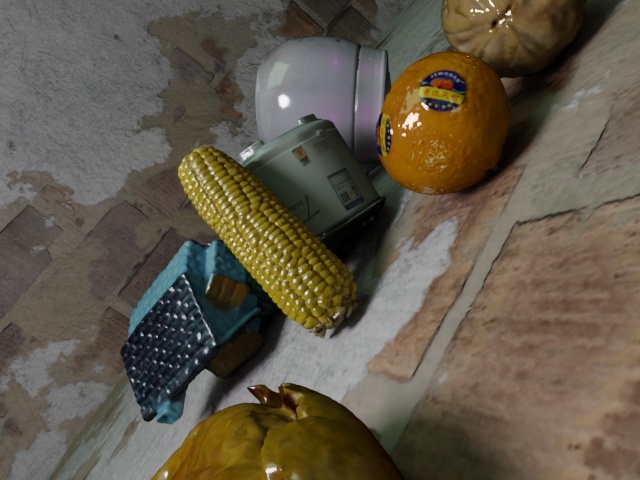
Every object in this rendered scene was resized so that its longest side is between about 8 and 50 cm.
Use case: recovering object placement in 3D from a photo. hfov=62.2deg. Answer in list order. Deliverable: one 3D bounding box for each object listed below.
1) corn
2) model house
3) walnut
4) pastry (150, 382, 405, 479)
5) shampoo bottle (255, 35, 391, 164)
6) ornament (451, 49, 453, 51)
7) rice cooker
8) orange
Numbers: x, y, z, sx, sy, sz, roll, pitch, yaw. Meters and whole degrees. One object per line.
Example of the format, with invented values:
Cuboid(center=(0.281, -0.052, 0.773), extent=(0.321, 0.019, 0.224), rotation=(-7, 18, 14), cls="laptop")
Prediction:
Cuboid(center=(-0.071, -0.006, 0.712), extent=(0.106, 0.305, 0.106), rotation=(-41, -6, -5), cls="corn")
Cuboid(center=(-0.192, 0.172, 0.916), extent=(0.261, 0.226, 0.241), rotation=(-48, 28, 27), cls="model house")
Cuboid(center=(0.263, -0.328, 0.731), extent=(0.198, 0.198, 0.245), rotation=(-36, 12, 45), cls="walnut")
Cuboid(center=(-0.069, 0.260, 0.326), extent=(0.356, 0.164, 0.356), rotation=(-46, 17, 19), cls="pastry")
Cuboid(center=(0.015, -0.283, 1.112), extent=(0.273, 0.267, 0.272), rotation=(2, -90, -84), cls="shampoo bottle")
Cuboid(center=(0.228, -0.312, 1.042), extent=(0.236, 0.080, 0.202), rotation=(-33, 19, 43), cls="ornament")
Cuboid(center=(-0.027, -0.059, 0.882), extent=(0.241, 0.226, 0.281), rotation=(-31, 3, 42), cls="rice cooker")
Cuboid(center=(0.151, -0.142, 0.655), extent=(0.177, 0.155, 0.177), rotation=(15, -90, -76), cls="orange")
